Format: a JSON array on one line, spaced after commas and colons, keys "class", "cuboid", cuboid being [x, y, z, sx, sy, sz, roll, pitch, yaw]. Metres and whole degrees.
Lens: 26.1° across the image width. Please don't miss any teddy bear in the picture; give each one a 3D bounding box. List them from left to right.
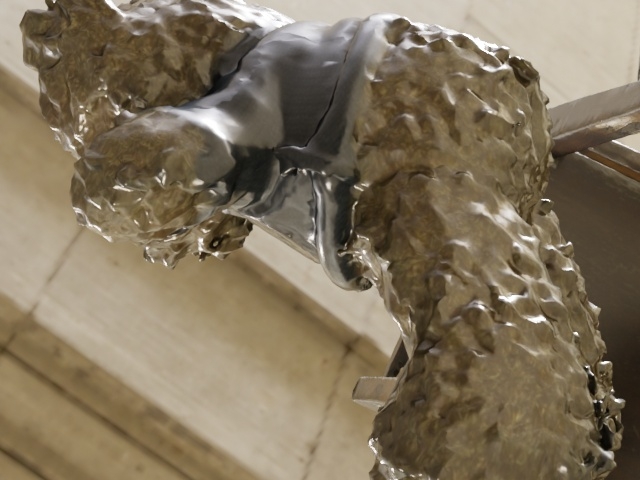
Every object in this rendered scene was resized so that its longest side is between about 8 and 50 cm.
[{"class": "teddy bear", "cuboid": [0.014, -0.015, 0.450, 0.129, 0.251, 0.182, -52, 157, 3]}]

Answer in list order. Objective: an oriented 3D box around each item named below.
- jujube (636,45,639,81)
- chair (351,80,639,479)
[{"class": "jujube", "cuboid": [0.402, -0.141, 1.077, 0.226, 0.317, 0.226, 16, 90, -78]}, {"class": "chair", "cuboid": [0.172, 0.057, 0.863, 0.416, 0.203, 0.240, -160, -84, -84]}]
